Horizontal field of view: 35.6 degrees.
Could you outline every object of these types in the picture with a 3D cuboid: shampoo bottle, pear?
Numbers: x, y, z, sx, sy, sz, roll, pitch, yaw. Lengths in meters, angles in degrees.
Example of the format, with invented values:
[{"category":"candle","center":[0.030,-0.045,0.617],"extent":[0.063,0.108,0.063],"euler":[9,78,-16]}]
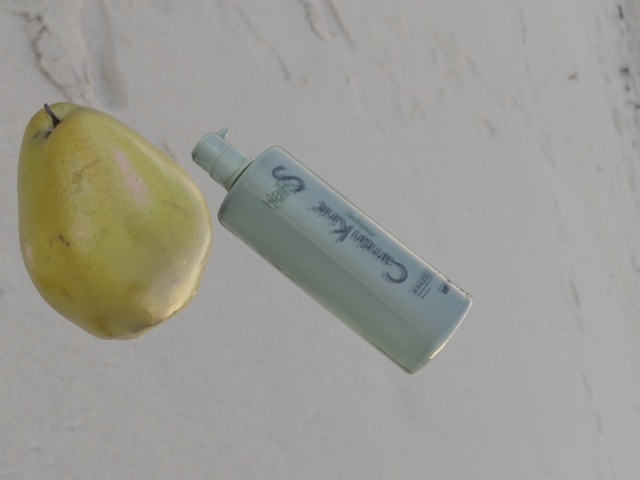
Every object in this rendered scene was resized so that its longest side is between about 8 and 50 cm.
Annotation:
[{"category":"shampoo bottle","center":[0.000,0.000,0.830],"extent":[0.262,0.085,0.085],"euler":[39,22,4]},{"category":"pear","center":[-0.308,-0.024,1.401],"extent":[0.336,0.285,0.285],"euler":[42,29,-9]}]
